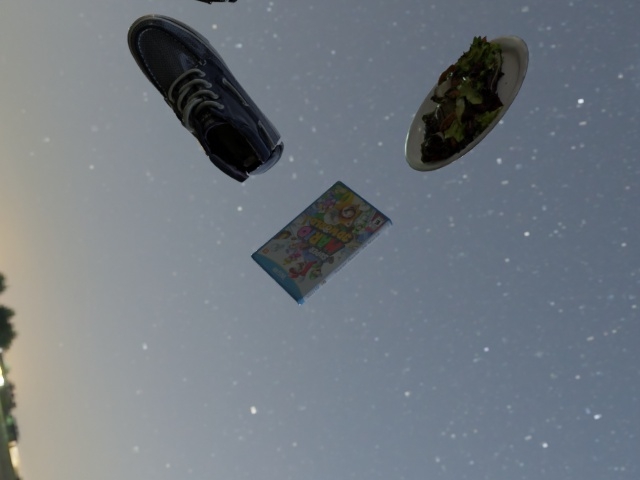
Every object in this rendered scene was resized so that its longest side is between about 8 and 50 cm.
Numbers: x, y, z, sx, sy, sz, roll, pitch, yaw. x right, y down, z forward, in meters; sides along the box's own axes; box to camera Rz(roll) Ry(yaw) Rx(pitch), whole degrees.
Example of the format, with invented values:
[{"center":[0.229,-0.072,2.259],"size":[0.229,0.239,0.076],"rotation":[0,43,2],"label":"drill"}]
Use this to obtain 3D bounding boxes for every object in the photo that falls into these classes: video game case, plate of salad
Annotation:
[{"center":[0.000,0.000,1.199],"size":[0.119,0.166,0.015],"rotation":[41,-12,41],"label":"video game case"},{"center":[0.166,-0.171,1.063],"size":[0.200,0.048,0.199],"rotation":[-41,-152,27],"label":"plate of salad"}]

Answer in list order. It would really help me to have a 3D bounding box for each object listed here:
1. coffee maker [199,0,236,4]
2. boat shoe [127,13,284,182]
[{"center":[-0.185,-0.519,1.552],"size":[0.171,0.178,0.120],"rotation":[28,-22,20],"label":"coffee maker"},{"center":[-0.197,-0.240,1.473],"size":[0.340,0.127,0.158],"rotation":[43,14,-9],"label":"boat shoe"}]
